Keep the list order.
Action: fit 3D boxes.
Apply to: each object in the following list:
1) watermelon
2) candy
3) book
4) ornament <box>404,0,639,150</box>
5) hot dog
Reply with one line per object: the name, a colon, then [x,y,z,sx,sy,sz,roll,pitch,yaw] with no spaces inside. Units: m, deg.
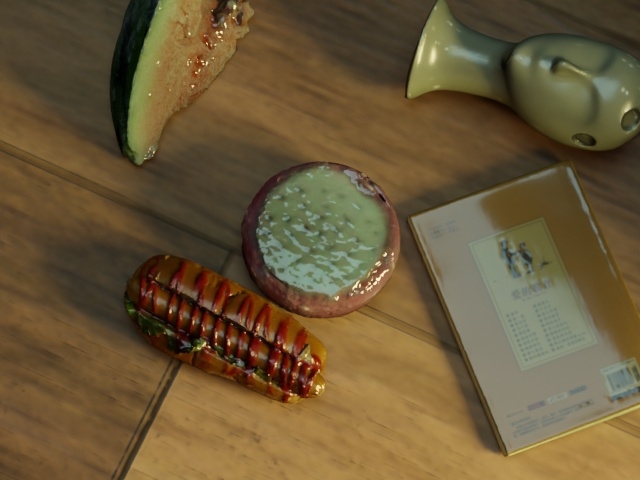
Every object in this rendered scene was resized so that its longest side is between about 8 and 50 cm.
watermelon: [-0.101,-0.130,1.309,0.080,0.101,0.155,34,82,-3]
candy: [0.000,0.000,1.283,0.103,0.043,0.103,1,69,-4]
book: [0.141,0.042,1.290,0.118,0.012,0.172,-19,73,-8]
ornament: [0.140,-0.106,1.307,0.156,0.081,0.075,18,76,8]
hot dog: [-0.059,0.058,1.261,0.144,0.038,0.062,29,81,7]
